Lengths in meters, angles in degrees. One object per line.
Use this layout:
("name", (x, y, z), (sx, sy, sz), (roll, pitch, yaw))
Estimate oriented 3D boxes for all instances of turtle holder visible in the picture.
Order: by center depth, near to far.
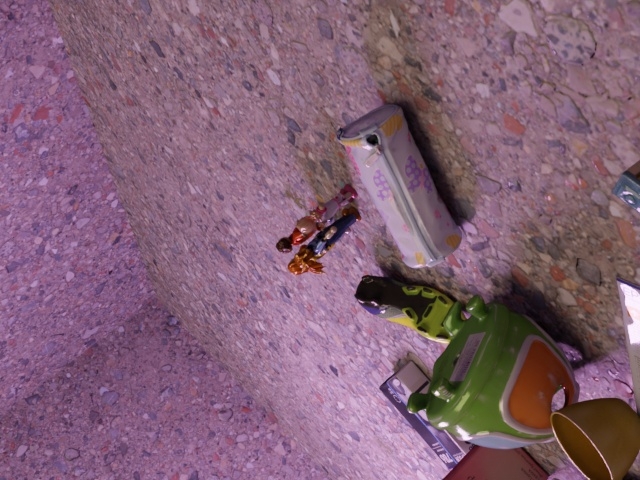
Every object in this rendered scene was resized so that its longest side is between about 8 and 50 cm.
("turtle holder", (0.291, 0.256, 1.340), (0.227, 0.243, 0.320), (27, 138, 0))

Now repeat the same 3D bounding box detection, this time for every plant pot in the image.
("plant pot", (0.428, 0.291, 1.175), (0.134, 0.095, 0.134), (56, 169, 17))

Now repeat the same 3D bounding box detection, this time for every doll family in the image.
("doll family", (0.000, 0.000, 1.604), (0.118, 0.163, 0.263), (51, 158, 1))

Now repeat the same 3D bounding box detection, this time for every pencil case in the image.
("pencil case", (0.134, -0.087, 1.277), (0.273, 0.113, 0.124), (60, 178, -23))

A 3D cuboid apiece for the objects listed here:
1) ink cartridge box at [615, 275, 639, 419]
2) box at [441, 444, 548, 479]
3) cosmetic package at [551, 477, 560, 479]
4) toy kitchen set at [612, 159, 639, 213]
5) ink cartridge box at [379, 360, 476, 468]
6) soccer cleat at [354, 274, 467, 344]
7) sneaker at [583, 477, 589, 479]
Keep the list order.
("ink cartridge box", (0.547, 0.202, 0.987), (0.324, 0.071, 0.330), (28, 148, 49))
("box", (0.347, 0.542, 1.679), (0.148, 0.232, 0.127), (45, 158, 13))
("cosmetic package", (0.424, 0.631, 1.520), (0.129, 0.296, 0.153), (32, -158, -2))
("toy kitchen set", (0.402, -0.058, 0.798), (0.166, 0.122, 0.207), (43, 156, 20))
("ink cartridge box", (0.288, 0.446, 1.876), (0.333, 0.065, 0.165), (47, 157, 9))
("soccer cleat", (0.196, 0.140, 1.582), (0.289, 0.093, 0.121), (20, 173, 45))
("sneaker", (0.563, 0.525, 1.335), (0.169, 0.108, 0.292), (51, -172, -8))
